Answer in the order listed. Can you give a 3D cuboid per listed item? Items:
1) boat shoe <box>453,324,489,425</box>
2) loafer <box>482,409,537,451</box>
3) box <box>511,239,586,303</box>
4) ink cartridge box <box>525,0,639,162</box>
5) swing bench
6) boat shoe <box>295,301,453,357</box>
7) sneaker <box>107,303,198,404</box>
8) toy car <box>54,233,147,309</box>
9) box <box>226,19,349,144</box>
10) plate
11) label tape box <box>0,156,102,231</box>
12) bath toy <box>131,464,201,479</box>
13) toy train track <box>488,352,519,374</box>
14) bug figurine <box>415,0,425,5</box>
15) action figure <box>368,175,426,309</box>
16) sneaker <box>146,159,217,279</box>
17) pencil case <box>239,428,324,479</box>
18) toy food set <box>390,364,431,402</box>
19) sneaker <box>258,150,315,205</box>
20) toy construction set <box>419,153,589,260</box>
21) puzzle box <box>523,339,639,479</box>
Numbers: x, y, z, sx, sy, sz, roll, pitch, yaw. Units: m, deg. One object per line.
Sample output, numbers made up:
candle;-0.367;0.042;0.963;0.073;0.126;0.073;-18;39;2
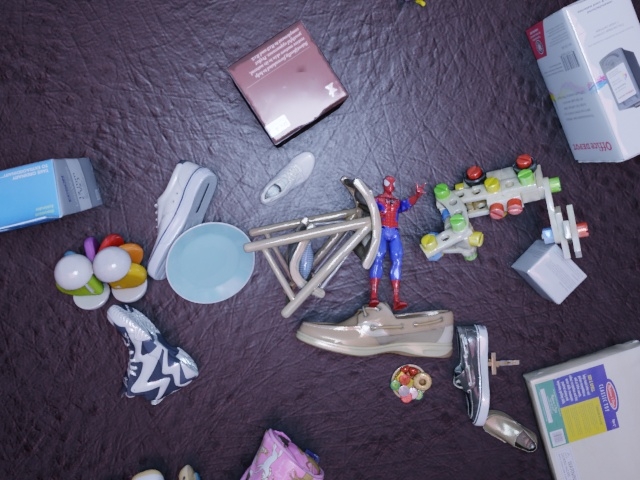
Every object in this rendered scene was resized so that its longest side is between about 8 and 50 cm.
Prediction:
boat shoe;0.323;0.292;1.460;0.070;0.078;0.219;-1;88;-4
loafer;0.421;0.422;1.487;0.148;0.050;0.056;24;94;-5
box;0.484;0.065;1.428;0.101;0.102;0.087;44;90;-7
ink cartridge box;0.548;-0.320;1.330;0.131;0.226;0.306;-25;98;1
swing bench;0.000;0.000;1.321;0.254;0.253;0.165;-30;97;1
boat shoe;0.116;0.182;1.420;0.341;0.121;0.110;5;91;-14
sneaker;-0.386;0.252;1.395;0.153;0.094;0.235;-43;118;0
toy car;-0.447;0.052;1.371;0.182;0.159;0.136;-11;62;-1
box;-0.063;-0.296;1.312;0.168;0.203;0.167;-33;96;0
plate;-0.230;0.045;1.402;0.188;0.024;0.188;-10;118;-19
label tape box;-0.577;-0.075;1.235;0.249;0.348;0.115;-14;96;-2
bath toy;-0.425;0.588;1.423;0.348;0.129;0.151;-20;97;0
toy train track;0.399;0.271;1.490;0.083;0.014;0.048;-1;89;-9
bug figurine;0.164;-0.605;1.357;0.279;0.072;0.216;22;95;-5
action figure;0.149;-0.013;1.358;0.091;0.139;0.280;6;70;-11
sneaker;-0.302;-0.044;1.394;0.091;0.094;0.258;31;99;24
pencil case;-0.157;0.589;1.399;0.160;0.167;0.386;35;86;14
toy food set;0.197;0.315;1.480;0.083;0.020;0.083;37;93;-6
sneaker;-0.067;-0.126;1.401;0.152;0.061;0.054;-45;94;1
toy construction set;0.365;-0.054;1.352;0.327;0.215;0.151;-1;137;11
puzzle box;0.638;0.451;1.501;0.272;0.052;0.409;-17;96;-1
